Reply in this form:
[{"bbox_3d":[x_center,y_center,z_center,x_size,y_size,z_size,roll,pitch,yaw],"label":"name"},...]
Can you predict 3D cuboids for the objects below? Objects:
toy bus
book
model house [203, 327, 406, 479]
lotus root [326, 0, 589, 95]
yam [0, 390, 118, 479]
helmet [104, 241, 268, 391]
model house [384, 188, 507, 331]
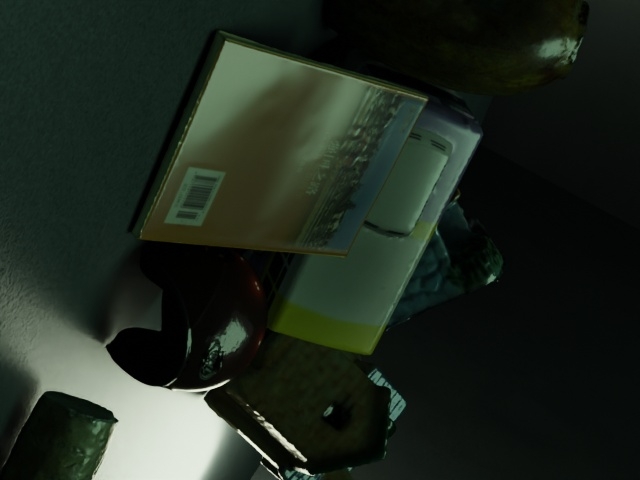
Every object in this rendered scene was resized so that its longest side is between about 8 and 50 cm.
[{"bbox_3d":[0.062,-0.063,1.490,0.440,0.209,0.249,-64,-157,18],"label":"toy bus"},{"bbox_3d":[-0.038,-0.101,1.203,0.374,0.028,0.262,6,117,-47],"label":"book"},{"bbox_3d":[0.007,0.303,1.820,0.334,0.342,0.382,-46,180,-12],"label":"model house"},{"bbox_3d":[0.199,-0.329,1.337,0.250,0.346,0.250,22,90,-81],"label":"lotus root"},{"bbox_3d":[-0.318,0.267,1.132,0.194,0.107,0.107,-63,169,11],"label":"yam"},{"bbox_3d":[-0.165,0.095,1.236,0.216,0.193,0.189,-100,-151,-58],"label":"helmet"},{"bbox_3d":[0.151,-0.059,1.869,0.297,0.339,0.360,-26,-170,9],"label":"model house"}]
